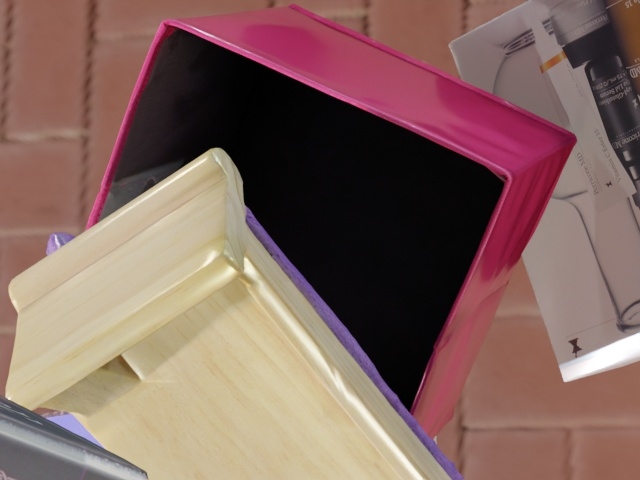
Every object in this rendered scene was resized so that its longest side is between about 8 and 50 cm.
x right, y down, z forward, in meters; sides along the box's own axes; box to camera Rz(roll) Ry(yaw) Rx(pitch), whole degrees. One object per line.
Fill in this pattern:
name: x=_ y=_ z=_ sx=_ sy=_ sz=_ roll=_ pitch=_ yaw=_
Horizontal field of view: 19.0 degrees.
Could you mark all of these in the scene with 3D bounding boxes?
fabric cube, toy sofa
fabric cube: x=0.000 y=0.000 z=1.348 sx=0.254 sy=0.258 sz=0.259 roll=25 pitch=105 yaw=11
toy sofa: x=-0.013 y=0.123 z=1.116 sx=0.150 sy=0.362 sz=0.177 roll=-32 pitch=25 yaw=14

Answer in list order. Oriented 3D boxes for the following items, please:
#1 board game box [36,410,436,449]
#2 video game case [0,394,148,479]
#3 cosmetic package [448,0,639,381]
board game box: x=-0.081 y=0.219 z=1.661 sx=0.232 sy=0.291 sz=0.141 roll=-13 pitch=74 yaw=53
video game case: x=-0.189 y=-0.009 z=0.380 sx=0.196 sy=0.274 sz=0.026 roll=18 pitch=82 yaw=45
cosmetic package: x=0.297 y=-0.087 z=1.385 sx=0.377 sy=0.097 sz=0.284 roll=-26 pitch=80 yaw=40
